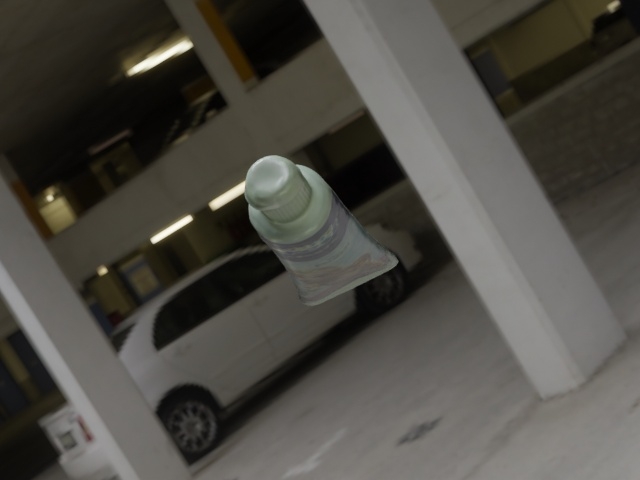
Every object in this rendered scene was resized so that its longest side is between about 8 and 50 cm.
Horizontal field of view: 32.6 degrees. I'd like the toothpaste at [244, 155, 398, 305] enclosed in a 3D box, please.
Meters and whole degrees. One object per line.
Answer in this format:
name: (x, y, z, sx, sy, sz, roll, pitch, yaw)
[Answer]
toothpaste: (0.000, 0.000, 0.552, 0.061, 0.037, 0.216, -23, -17, 4)
